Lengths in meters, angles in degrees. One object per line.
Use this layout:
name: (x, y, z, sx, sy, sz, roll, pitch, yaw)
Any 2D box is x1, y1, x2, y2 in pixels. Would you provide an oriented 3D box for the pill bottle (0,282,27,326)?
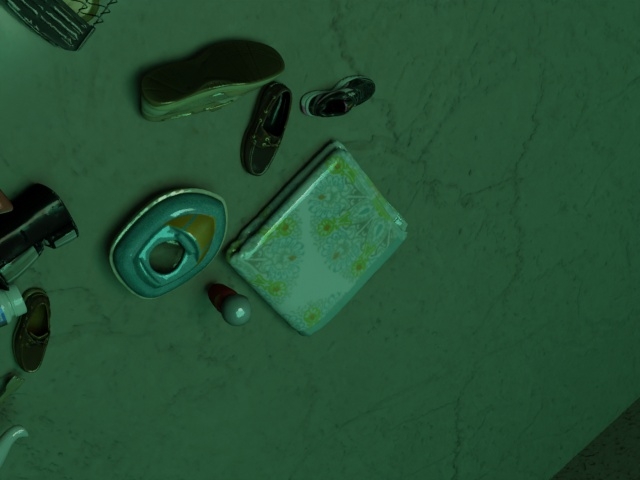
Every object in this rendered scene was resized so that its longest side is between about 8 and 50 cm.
pill bottle: (-0.632, 0.135, 1.758, 0.137, 0.078, 0.078, -25, 123, -23)

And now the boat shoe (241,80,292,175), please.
boat shoe: (-0.111, -0.229, 1.951, 0.073, 0.073, 0.207, 1, 112, -36)

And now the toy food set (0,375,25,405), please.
toy food set: (-0.691, 0.271, 1.815, 0.132, 0.038, 0.192, -48, 135, 3)

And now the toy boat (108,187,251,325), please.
toy boat: (-0.258, 0.047, 1.912, 0.267, 0.148, 0.318, -44, 121, -9)

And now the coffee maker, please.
coffee maker: (-0.551, -0.023, 1.699, 0.178, 0.120, 0.171, -42, 150, -24)

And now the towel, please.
towel: (0.000, 0.000, 2.127, 0.374, 0.090, 0.320, -47, 126, -7)

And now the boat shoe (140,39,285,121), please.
boat shoe: (-0.214, -0.308, 1.836, 0.302, 0.109, 0.098, -23, 162, -25)

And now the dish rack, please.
dish rack: (-0.416, -0.473, 1.608, 0.208, 0.074, 0.272, 41, 75, -37)

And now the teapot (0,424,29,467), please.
teapot: (-0.728, 0.381, 1.734, 0.256, 0.252, 0.187, 54, 45, -66)

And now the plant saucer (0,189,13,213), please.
plant saucer: (-0.664, -0.107, 1.483, 0.258, 0.259, 0.048, -18, 137, -38)

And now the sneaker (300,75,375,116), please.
sneaker: (0.051, -0.301, 2.024, 0.178, 0.077, 0.072, -27, 125, -23)

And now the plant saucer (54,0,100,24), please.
plant saucer: (-0.437, -0.429, 1.670, 0.083, 0.015, 0.084, -14, 118, -29)

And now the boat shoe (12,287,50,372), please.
boat shoe: (-0.566, 0.185, 1.838, 0.064, 0.060, 0.178, -1, 111, -34)
